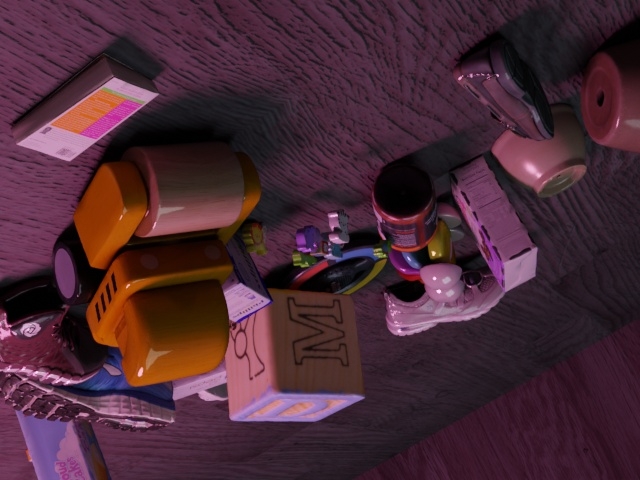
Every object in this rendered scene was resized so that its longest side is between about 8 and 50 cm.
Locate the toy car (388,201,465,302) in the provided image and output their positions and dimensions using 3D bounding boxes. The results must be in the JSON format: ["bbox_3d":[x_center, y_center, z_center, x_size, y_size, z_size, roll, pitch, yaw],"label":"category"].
[{"bbox_3d":[0.195,0.024,1.886,0.136,0.159,0.182,-1,161,12],"label":"toy car"}]

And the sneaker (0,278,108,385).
[{"bbox_3d":[-0.395,0.134,1.540,0.162,0.106,0.281,-41,153,24],"label":"sneaker"}]

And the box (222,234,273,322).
[{"bbox_3d":[-0.150,0.048,1.580,0.072,0.126,0.137,-31,157,8],"label":"box"}]

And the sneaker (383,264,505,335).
[{"bbox_3d":[0.267,0.110,2.164,0.281,0.105,0.115,-22,126,-3],"label":"sneaker"}]

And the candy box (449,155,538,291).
[{"bbox_3d":[0.306,-0.027,1.806,0.070,0.196,0.165,-27,157,0],"label":"candy box"}]

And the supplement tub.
[{"bbox_3d":[0.144,-0.045,1.717,0.106,0.106,0.198,-25,157,-2],"label":"supplement tub"}]

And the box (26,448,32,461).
[{"bbox_3d":[-0.537,0.409,2.075,0.081,0.028,0.136,1,147,-48],"label":"box"}]

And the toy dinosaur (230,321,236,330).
[{"bbox_3d":[-0.204,0.147,1.855,0.093,0.053,0.183,-13,151,9],"label":"toy dinosaur"}]

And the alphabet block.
[{"bbox_3d":[-0.053,0.213,1.864,0.193,0.197,0.192,7,155,-31],"label":"alphabet block"}]

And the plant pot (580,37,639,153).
[{"bbox_3d":[0.547,-0.229,1.613,0.229,0.263,0.263,-3,152,-10],"label":"plant pot"}]

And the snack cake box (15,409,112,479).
[{"bbox_3d":[-0.444,0.377,1.795,0.089,0.264,0.152,-24,158,-6],"label":"snack cake box"}]

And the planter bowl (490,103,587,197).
[{"bbox_3d":[0.392,-0.144,1.763,0.162,0.109,0.162,-23,157,-10],"label":"planter bowl"}]

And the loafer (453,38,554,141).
[{"bbox_3d":[0.279,-0.219,1.535,0.084,0.096,0.267,-14,156,24],"label":"loafer"}]

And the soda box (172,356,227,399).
[{"bbox_3d":[-0.210,0.243,2.009,0.216,0.069,0.074,-16,156,-20],"label":"soda box"}]

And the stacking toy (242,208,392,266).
[{"bbox_3d":[0.000,0.000,1.659,0.167,0.052,0.221,-7,167,27],"label":"stacking toy"}]

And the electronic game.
[{"bbox_3d":[0.024,0.067,1.906,0.229,0.048,0.229,-22,157,-10],"label":"electronic game"}]

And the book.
[{"bbox_3d":[-0.266,-0.146,1.167,0.144,0.035,0.096,-33,159,16],"label":"book"}]

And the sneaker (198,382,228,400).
[{"bbox_3d":[-0.225,0.306,2.131,0.094,0.080,0.212,-22,161,22],"label":"sneaker"}]

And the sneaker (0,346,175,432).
[{"bbox_3d":[-0.396,0.228,1.726,0.330,0.147,0.130,19,148,-36],"label":"sneaker"}]

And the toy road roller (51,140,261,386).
[{"bbox_3d":[-0.202,0.043,1.366,0.202,0.240,0.329,-9,152,-36],"label":"toy road roller"}]
